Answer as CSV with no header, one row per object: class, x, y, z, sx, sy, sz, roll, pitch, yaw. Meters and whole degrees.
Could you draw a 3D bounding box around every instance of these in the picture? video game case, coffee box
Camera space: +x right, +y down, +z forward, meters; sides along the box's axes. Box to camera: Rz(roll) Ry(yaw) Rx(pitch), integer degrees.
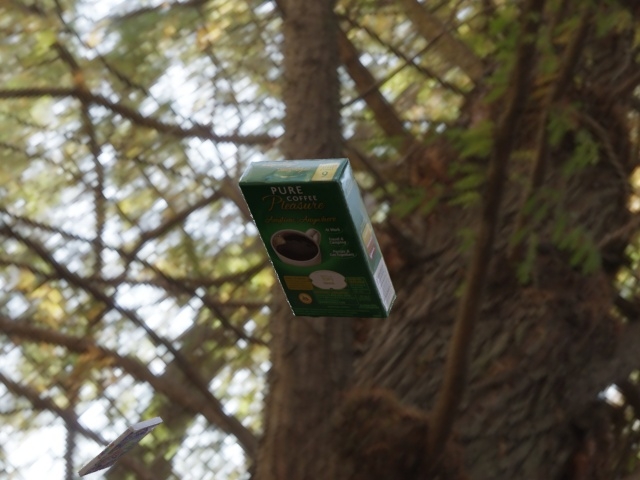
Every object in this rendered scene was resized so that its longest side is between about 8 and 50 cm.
video game case,-0.302,0.311,1.978,0.122,0.087,0.011,-42,-104,18
coffee box,0.000,0.000,1.318,0.113,0.040,0.184,-1,-49,28
